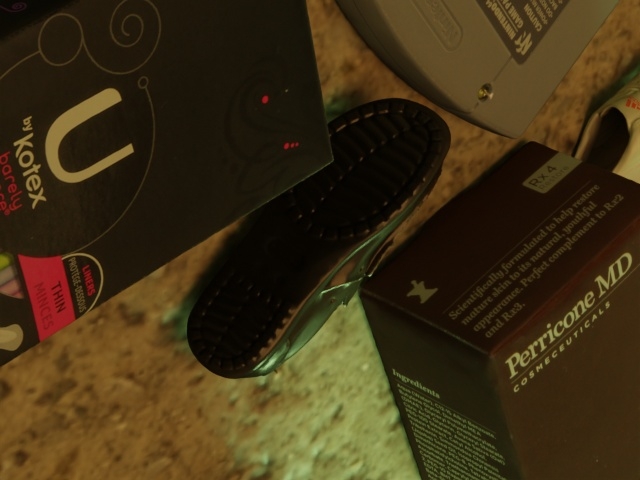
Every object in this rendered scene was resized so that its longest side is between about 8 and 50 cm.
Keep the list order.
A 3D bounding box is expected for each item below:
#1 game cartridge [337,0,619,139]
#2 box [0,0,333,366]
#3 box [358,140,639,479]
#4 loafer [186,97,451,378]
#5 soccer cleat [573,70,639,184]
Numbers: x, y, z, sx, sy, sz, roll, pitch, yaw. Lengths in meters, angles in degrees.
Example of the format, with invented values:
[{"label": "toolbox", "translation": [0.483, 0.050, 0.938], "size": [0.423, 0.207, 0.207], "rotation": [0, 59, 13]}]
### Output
[{"label": "game cartridge", "translation": [0.094, -0.203, 1.129], "size": [0.196, 0.060, 0.294], "rotation": [-56, 138, -14]}, {"label": "box", "translation": [-0.144, -0.068, 0.886], "size": [0.270, 0.143, 0.165], "rotation": [-34, 131, -30]}, {"label": "box", "translation": [0.179, 0.137, 1.321], "size": [0.191, 0.143, 0.381], "rotation": [-40, 132, -24]}, {"label": "loafer", "translation": [0.000, 0.000, 1.128], "size": [0.220, 0.080, 0.078], "rotation": [-47, 160, -5]}, {"label": "soccer cleat", "translation": [0.254, -0.101, 1.332], "size": [0.076, 0.068, 0.196], "rotation": [37, 84, -45]}]
